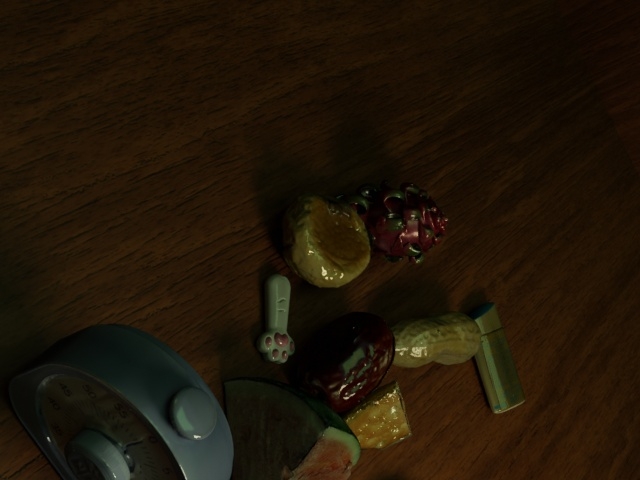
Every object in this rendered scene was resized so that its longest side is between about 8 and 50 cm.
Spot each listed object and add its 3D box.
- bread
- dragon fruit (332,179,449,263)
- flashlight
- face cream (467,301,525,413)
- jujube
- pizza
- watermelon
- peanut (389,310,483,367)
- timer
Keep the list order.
[{"bbox_3d":[0.000,0.000,1.942,0.244,0.134,0.244,20,60,-38],"label":"bread"},{"bbox_3d":[0.176,-0.064,2.069,0.273,0.218,0.198,42,87,-17],"label":"dragon fruit"},{"bbox_3d":[-0.094,0.169,1.853,0.093,0.047,0.200,17,65,-36],"label":"flashlight"},{"bbox_3d":[0.471,0.316,2.291,0.139,0.067,0.285,-11,83,-45],"label":"face cream"},{"bbox_3d":[0.058,0.260,1.867,0.243,0.183,0.183,-39,101,-36],"label":"jujube"},{"bbox_3d":[0.105,0.411,1.916,0.080,0.204,0.188,58,-4,45],"label":"pizza"},{"bbox_3d":[-0.083,0.419,1.735,0.283,0.292,0.250,55,1,-44],"label":"watermelon"},{"bbox_3d":[0.268,0.246,2.084,0.313,0.149,0.149,-5,78,-41],"label":"peanut"},{"bbox_3d":[-0.316,0.319,1.375,0.395,0.395,0.173,58,42,-9],"label":"timer"}]
